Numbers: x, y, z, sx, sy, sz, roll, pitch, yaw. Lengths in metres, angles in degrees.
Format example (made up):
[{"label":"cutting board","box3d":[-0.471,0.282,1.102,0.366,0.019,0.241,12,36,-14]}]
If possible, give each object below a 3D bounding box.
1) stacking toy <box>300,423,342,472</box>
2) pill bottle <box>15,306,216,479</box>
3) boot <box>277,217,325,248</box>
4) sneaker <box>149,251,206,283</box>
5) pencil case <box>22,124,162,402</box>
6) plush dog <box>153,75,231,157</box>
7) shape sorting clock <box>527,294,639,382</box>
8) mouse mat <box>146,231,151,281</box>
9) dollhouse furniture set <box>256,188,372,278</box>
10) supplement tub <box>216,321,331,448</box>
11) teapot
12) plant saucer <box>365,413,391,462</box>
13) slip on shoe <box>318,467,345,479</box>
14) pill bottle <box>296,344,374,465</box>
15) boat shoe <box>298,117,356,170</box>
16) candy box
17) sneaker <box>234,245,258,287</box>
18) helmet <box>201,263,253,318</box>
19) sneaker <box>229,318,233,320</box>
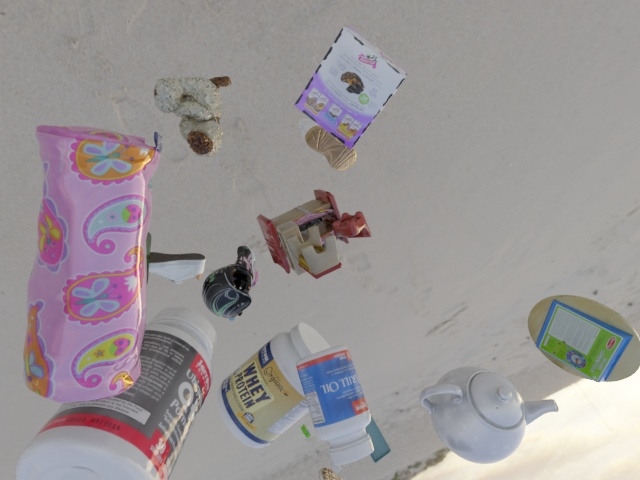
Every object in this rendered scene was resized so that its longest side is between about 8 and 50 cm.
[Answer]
[{"label":"stacking toy","box3d":[0.052,0.725,1.550,0.167,0.221,0.052,-48,160,0]},{"label":"pill bottle","box3d":[-0.273,0.242,0.637,0.176,0.176,0.318,-36,-164,19]},{"label":"boot","box3d":[-0.068,-0.068,1.888,0.348,0.131,0.260,15,156,1]},{"label":"sneaker","box3d":[-0.589,0.116,1.572,0.290,0.106,0.123,3,112,-26]},{"label":"pencil case","box3d":[-0.241,0.021,0.443,0.124,0.283,0.124,7,-175,-1]},{"label":"plush dog","box3d":[-0.354,-0.361,1.229,0.211,0.225,0.262,-9,-165,-6]},{"label":"shape sorting clock","box3d":[0.530,0.198,0.838,0.040,0.206,0.206,-29,160,-30]},{"label":"mouse mat","box3d":[-0.604,0.049,1.390,0.007,0.189,0.152,-2,166,-3]},{"label":"dollhouse furniture set","box3d":[0.000,0.000,1.014,0.201,0.374,0.152,-26,113,-16]},{"label":"supplement tub","box3d":[-0.115,0.410,1.192,0.316,0.228,0.228,-42,154,6]},{"label":"teapot","box3d":[0.408,0.417,1.036,0.256,0.252,0.187,-28,152,-35]},{"label":"plant saucer","box3d":[0.131,0.531,1.189,0.067,0.192,0.018,-48,144,20]},{"label":"slip on shoe","box3d":[0.028,0.670,1.141,0.041,0.051,0.135,-25,129,23]},{"label":"pill bottle","box3d":[0.036,0.350,0.889,0.124,0.221,0.124,-18,162,-6]},{"label":"boat shoe","box3d":[0.025,-0.315,1.324,0.098,0.096,0.277,-43,149,12]},{"label":"candy box","box3d":[0.066,-0.332,0.907,0.196,0.165,0.070,-49,-173,32]},{"label":"sneaker","box3d":[-0.284,0.085,1.517,0.077,0.178,0.072,21,122,-42]},{"label":"helmet","box3d":[-0.303,0.172,1.346,0.161,0.169,0.169,-42,152,25]},{"label":"sneaker","box3d":[-0.464,0.323,1.990,0.063,0.162,0.073,-16,-163,27]}]
